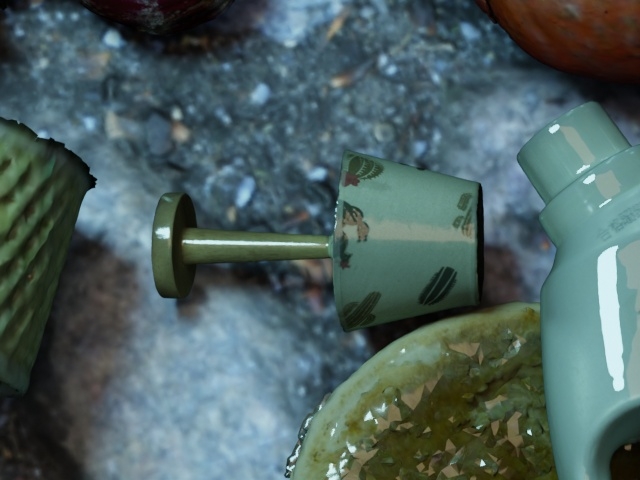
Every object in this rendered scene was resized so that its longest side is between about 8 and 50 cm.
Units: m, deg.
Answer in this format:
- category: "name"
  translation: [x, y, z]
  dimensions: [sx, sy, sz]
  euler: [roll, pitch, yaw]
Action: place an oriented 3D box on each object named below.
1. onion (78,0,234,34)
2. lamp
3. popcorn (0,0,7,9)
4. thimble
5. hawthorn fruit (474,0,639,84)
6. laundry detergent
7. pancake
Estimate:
- category: "onion"
  translation: [-0.145, -0.222, 1.291]
  dimensions: [0.198, 0.135, 0.173]
  euler: [-20, 73, -5]
- category: "lamp"
  translation: [0.000, 0.000, 1.245]
  dimensions: [0.215, 0.121, 0.121]
  euler: [1, 74, 10]
- category: "popcorn"
  translation: [-0.325, -0.199, 1.230]
  dimensions: [0.225, 0.249, 0.249]
  euler: [24, 75, 10]
- category: "thimble"
  translation: [-0.283, -0.006, 1.163]
  dimensions: [0.271, 0.271, 0.150]
  euler: [14, 79, 3]
- category: "hawthorn fruit"
  translation: [0.182, -0.230, 1.247]
  dimensions: [0.307, 0.276, 0.276]
  euler: [-6, 74, 13]
- category: "laundry detergent"
  translation: [0.241, 0.100, 1.156]
  dimensions: [0.264, 0.125, 0.398]
  euler: [-31, 78, -11]
- category: "pancake"
  translation: [0.149, 0.214, 1.210]
  dimensions: [0.382, 0.071, 0.382]
  euler: [1, 74, -4]
